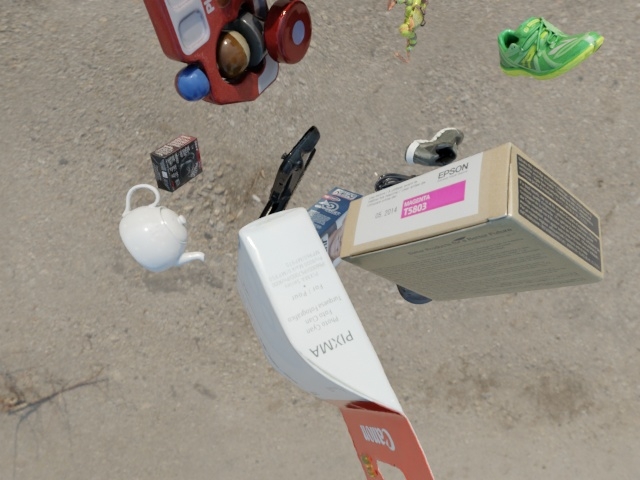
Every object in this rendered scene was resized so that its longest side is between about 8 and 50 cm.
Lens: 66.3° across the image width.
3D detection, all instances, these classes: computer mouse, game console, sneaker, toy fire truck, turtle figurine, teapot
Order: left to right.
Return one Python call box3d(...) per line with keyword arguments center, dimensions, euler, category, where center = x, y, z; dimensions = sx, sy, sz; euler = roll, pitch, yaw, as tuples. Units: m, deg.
box3d(center=(-0.551, -0.032, 1.691), dimensions=(0.187, 0.253, 0.256), euler=(-33, 150, 5), category="teapot")
box3d(center=(-0.150, -0.339, 0.725), dimensions=(0.169, 0.254, 0.302), euler=(20, 144, 24), category="toy fire truck")
box3d(center=(-0.060, -0.126, 0.965), dimensions=(0.043, 0.361, 0.213), euler=(29, 73, -5), category="game console")
box3d(center=(0.281, -0.702, 1.495), dimensions=(0.087, 0.218, 0.270), euler=(10, 155, 28), category="turtle figurine")
box3d(center=(0.211, -0.012, 0.976), dimensions=(0.183, 0.060, 0.262), euler=(-11, 83, -10), category="computer mouse")
box3d(center=(0.338, -0.246, 1.335), dimensions=(0.234, 0.106, 0.078), euler=(-25, 132, -37), category="sneaker")
box3d(center=(0.504, -0.446, 1.129), dimensions=(0.109, 0.295, 0.124), euler=(-38, 115, -6), category="sneaker")

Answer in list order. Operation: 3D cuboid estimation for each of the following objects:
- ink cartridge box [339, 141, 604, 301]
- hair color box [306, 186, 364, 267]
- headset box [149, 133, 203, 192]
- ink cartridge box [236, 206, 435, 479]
box3d(center=(0.173, -0.003, 0.583), dimensions=(0.193, 0.088, 0.234), euler=(26, 154, -33), category="ink cartridge box")
box3d(center=(0.000, 0.000, 1.414), dimensions=(0.105, 0.347, 0.174), euler=(20, 129, 24), category="hair color box")
box3d(center=(-0.221, -0.124, 0.769), dimensions=(0.032, 0.083, 0.062), euler=(18, 132, 21), category="headset box")
box3d(center=(-0.003, 0.185, 0.651), dimensions=(0.091, 0.308, 0.385), euler=(-21, 77, -17), category="ink cartridge box")
